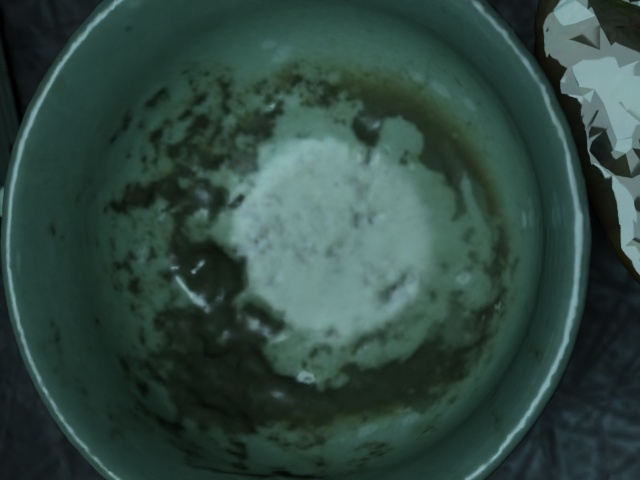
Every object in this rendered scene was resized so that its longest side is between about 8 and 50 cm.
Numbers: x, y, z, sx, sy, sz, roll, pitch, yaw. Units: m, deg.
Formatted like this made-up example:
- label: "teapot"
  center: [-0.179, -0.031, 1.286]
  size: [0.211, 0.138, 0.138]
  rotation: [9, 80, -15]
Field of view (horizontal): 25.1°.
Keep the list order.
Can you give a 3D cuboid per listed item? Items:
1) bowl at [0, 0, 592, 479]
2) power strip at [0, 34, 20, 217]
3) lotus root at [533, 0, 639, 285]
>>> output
- label: "bowl"
  center: [0.000, 0.000, 0.725]
  size: [0.289, 0.146, 0.289]
  rotation: [0, 89, 17]
- label: "power strip"
  center: [-0.232, -0.149, 0.811]
  size: [0.058, 0.098, 0.338]
  rotation: [-14, 87, 16]
- label: "lotus root"
  center: [0.297, -0.099, 0.665]
  size: [0.374, 0.111, 0.391]
  rotation: [20, 95, 10]
